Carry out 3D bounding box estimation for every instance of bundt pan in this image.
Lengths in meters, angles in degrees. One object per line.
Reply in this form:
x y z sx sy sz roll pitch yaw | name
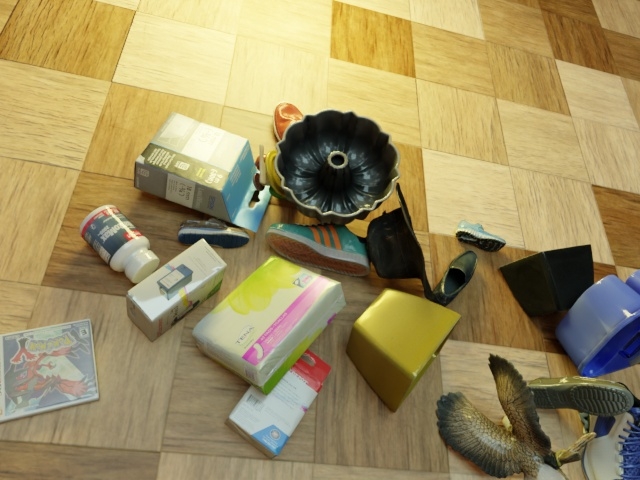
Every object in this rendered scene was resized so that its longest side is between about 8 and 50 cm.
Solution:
0.042 -0.182 1.350 0.330 0.124 0.331 1 66 -2 | bundt pan

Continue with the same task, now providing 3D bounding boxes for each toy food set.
-0.135 -0.176 1.391 0.071 0.217 0.128 -13 75 25 | toy food set

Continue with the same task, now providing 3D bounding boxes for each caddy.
0.797 0.238 1.347 0.241 0.342 0.179 -8 46 -20 | caddy

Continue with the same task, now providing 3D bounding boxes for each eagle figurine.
0.450 0.451 1.200 0.298 0.225 0.226 41 68 -4 | eagle figurine

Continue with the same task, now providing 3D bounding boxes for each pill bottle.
-0.474 0.011 1.211 0.180 0.108 0.108 43 58 9 | pill bottle

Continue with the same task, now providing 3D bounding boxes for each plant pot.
0.184 0.245 1.230 0.187 0.212 0.212 36 57 20 | plant pot
0.668 0.122 1.460 0.187 0.188 0.167 -7 75 -21 | plant pot

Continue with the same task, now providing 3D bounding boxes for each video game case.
-0.587 0.272 1.077 0.201 0.023 0.184 -9 64 -21 | video game case

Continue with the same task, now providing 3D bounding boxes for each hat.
0.196 0.017 1.347 0.133 0.331 0.332 -15 63 9 | hat

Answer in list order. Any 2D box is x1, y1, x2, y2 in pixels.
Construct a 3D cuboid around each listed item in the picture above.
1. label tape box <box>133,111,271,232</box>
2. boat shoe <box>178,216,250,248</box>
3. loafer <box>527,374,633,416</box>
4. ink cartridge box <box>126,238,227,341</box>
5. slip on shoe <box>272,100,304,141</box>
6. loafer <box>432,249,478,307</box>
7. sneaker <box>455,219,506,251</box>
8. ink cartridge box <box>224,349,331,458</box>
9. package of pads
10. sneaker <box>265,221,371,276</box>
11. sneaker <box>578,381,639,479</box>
-0.287 -0.189 1.358 0.333 0.106 0.241 20 46 -5 | label tape box
-0.274 -0.026 1.318 0.183 0.066 0.066 6 51 -18 | boat shoe
0.649 0.377 1.285 0.087 0.251 0.095 -33 110 -48 | loafer
-0.330 0.116 1.166 0.093 0.154 0.212 46 58 10 | ink cartridge box
-0.053 -0.296 1.520 0.122 0.101 0.332 -12 64 -21 | slip on shoe
0.391 0.102 1.439 0.076 0.078 0.223 41 58 8 | loafer
0.495 -0.022 1.553 0.162 0.063 0.073 21 54 -5 | sneaker
-0.091 0.351 1.149 0.134 0.078 0.231 36 57 5 | ink cartridge box
-0.120 0.178 1.174 0.229 0.101 0.296 19 49 35 | package of pads
0.000 0.000 1.369 0.301 0.108 0.121 19 56 -15 | sneaker
0.752 0.494 1.263 0.127 0.182 0.316 9 59 -10 | sneaker
